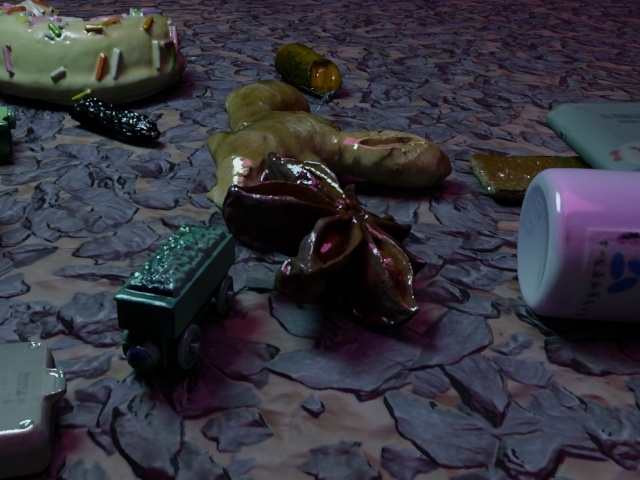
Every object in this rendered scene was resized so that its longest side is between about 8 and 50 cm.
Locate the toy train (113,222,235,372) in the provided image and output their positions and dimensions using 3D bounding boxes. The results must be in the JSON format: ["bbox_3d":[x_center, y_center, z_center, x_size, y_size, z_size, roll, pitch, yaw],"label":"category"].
[{"bbox_3d":[-0.125,0.046,0.661,0.070,0.099,0.172,9,27,11],"label":"toy train"}]

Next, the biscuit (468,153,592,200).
[{"bbox_3d":[0.336,-0.087,1.033,0.237,0.026,0.131,1,29,-7],"label":"biscuit"}]

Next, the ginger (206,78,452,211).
[{"bbox_3d":[-0.056,-0.138,1.001,0.348,0.122,0.363,-13,41,-44],"label":"ginger"}]

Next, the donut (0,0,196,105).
[{"bbox_3d":[-0.444,-0.349,1.335,0.371,0.150,0.307,7,28,7],"label":"donut"}]

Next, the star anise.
[{"bbox_3d":[0.001,0.004,0.743,0.214,0.098,0.220,18,30,-7],"label":"star anise"}]

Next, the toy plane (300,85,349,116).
[{"bbox_3d":[0.008,-0.192,1.003,0.078,0.024,0.084,32,28,1],"label":"toy plane"}]

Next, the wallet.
[{"bbox_3d":[0.487,-0.092,0.982,0.252,0.083,0.360,-1,35,-14],"label":"wallet"}]

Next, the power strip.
[{"bbox_3d":[-0.325,0.134,0.533,0.271,0.046,0.118,-4,30,-15],"label":"power strip"}]

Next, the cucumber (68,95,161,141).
[{"bbox_3d":[-0.318,-0.185,1.144,0.182,0.053,0.053,21,33,28],"label":"cucumber"}]

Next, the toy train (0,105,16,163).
[{"bbox_3d":[-0.539,-0.158,1.038,0.200,0.083,0.132,-9,33,-19],"label":"toy train"}]

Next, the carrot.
[{"bbox_3d":[-0.028,-0.333,1.416,0.082,0.082,0.173,-14,29,-28],"label":"carrot"}]

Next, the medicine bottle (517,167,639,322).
[{"bbox_3d":[0.334,0.009,0.719,0.255,0.151,0.152,5,28,2],"label":"medicine bottle"}]
